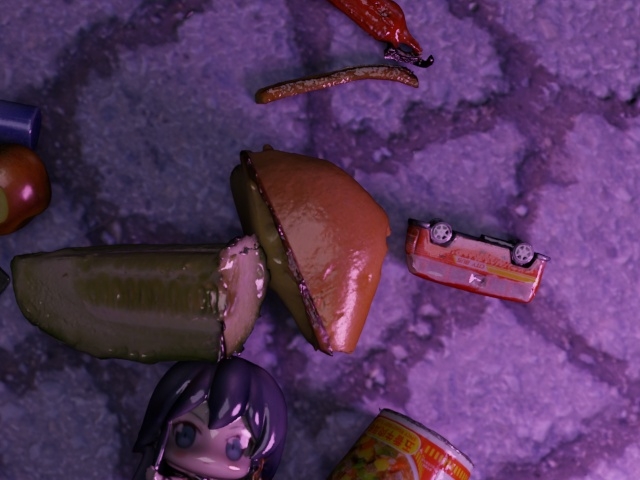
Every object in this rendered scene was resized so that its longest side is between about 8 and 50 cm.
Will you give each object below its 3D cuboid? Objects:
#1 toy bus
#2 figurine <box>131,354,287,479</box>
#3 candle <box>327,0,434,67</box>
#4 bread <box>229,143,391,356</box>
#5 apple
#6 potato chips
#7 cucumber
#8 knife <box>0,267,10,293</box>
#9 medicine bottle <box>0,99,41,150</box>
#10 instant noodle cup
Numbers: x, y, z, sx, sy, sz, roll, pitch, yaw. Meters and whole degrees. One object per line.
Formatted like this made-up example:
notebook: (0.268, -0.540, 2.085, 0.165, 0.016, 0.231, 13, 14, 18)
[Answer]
toy bus: (0.184, 0.024, 1.476, 0.174, 0.079, 0.077, 14, 95, -1)
figurine: (-0.134, 0.258, 1.376, 0.175, 0.197, 0.265, 29, 86, -26)
candle: (0.024, -0.316, 1.503, 0.302, 0.084, 0.059, 41, 116, -5)
bread: (0.000, 0.000, 1.405, 0.162, 0.204, 0.262, -26, 90, -1)
apple: (-0.370, -0.061, 1.437, 0.114, 0.099, 0.102, -23, 105, 19)
potato chips: (0.019, -0.195, 1.509, 0.204, 0.026, 0.037, -7, 99, -4)
cucumber: (-0.211, 0.063, 1.402, 0.325, 0.105, 0.145, 1, 92, 30)
knife: (-0.473, 0.109, 1.436, 0.072, 0.019, 0.245, 45, 69, 1)
medicine bottle: (-0.456, -0.153, 1.465, 0.231, 0.059, 0.059, 10, 85, -2)
instant noodle cup: (0.067, 0.314, 1.405, 0.193, 0.193, 0.212, 33, 77, 0)
